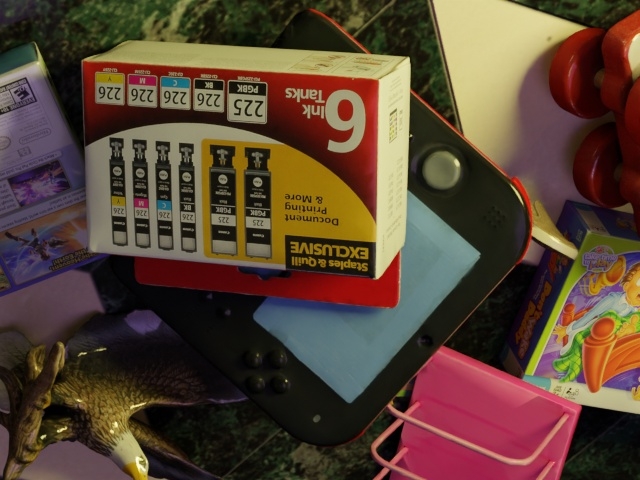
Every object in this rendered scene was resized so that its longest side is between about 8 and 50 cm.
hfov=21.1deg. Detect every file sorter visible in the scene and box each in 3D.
[{"bbox_3d":[0.151,0.312,2.039,0.202,0.182,0.291,22,116,20],"label":"file sorter"}]

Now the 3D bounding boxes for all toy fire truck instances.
[{"bbox_3d":[0.415,-0.148,1.916,0.254,0.169,0.302,-31,125,-18],"label":"toy fire truck"}]

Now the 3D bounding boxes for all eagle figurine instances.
[{"bbox_3d":[-0.228,0.194,1.960,0.298,0.225,0.226,-5,171,-45],"label":"eagle figurine"}]

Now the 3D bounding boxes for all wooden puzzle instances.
[{"bbox_3d":[0.093,0.170,2.103,0.049,0.006,0.083,3,119,-15],"label":"wooden puzzle"}]

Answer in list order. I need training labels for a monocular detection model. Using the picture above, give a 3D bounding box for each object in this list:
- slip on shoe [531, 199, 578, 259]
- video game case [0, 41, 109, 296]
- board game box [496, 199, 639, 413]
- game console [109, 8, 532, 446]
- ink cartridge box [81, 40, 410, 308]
[{"bbox_3d":[0.243,-0.027,1.973,0.135,0.051,0.041,34,89,13],"label":"slip on shoe"},{"bbox_3d":[-0.378,-0.051,1.821,0.269,0.061,0.244,-21,122,-1],"label":"video game case"},{"bbox_3d":[0.420,0.098,2.099,0.347,0.078,0.233,10,117,-19],"label":"board game box"},{"bbox_3d":[0.000,0.000,1.832,0.342,0.060,0.386,40,111,-1],"label":"game console"},{"bbox_3d":[-0.073,-0.053,1.747,0.309,0.130,0.272,5,107,16],"label":"ink cartridge box"}]
